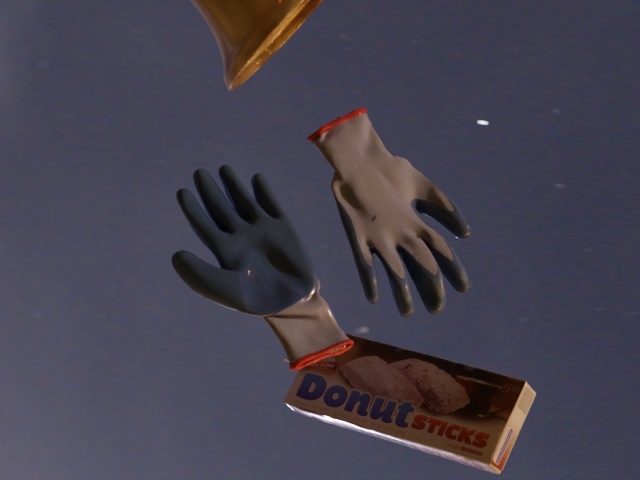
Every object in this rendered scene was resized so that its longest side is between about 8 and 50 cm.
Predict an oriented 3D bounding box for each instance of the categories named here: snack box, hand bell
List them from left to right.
[{"bbox_3d":[-0.109,-0.231,1.327,0.242,0.126,0.126,43,-72,-1],"label":"hand bell"},{"bbox_3d":[0.060,0.110,1.327,0.178,0.022,0.064,13,-111,37],"label":"snack box"}]

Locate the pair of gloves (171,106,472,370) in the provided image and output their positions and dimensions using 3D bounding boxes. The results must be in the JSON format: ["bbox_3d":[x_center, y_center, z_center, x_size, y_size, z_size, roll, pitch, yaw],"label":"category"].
[{"bbox_3d":[0.000,0.000,1.267,0.159,0.198,0.023,57,-25,17],"label":"pair of gloves"}]
